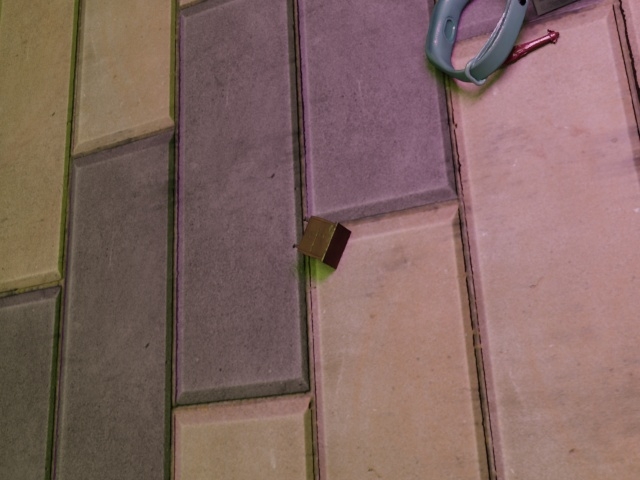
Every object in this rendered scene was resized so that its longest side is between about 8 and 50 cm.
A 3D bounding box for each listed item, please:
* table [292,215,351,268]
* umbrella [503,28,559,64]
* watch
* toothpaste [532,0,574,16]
[{"bbox_3d":[0.000,0.000,1.491,0.082,0.070,0.083,19,85,30],"label":"table"},{"bbox_3d":[0.380,-0.363,1.435,0.165,0.025,0.027,-22,47,17],"label":"umbrella"},{"bbox_3d":[0.299,-0.412,1.442,0.195,0.068,0.237,5,75,45],"label":"watch"},{"bbox_3d":[0.536,-0.512,1.364,0.312,0.089,0.071,-19,74,20],"label":"toothpaste"}]
